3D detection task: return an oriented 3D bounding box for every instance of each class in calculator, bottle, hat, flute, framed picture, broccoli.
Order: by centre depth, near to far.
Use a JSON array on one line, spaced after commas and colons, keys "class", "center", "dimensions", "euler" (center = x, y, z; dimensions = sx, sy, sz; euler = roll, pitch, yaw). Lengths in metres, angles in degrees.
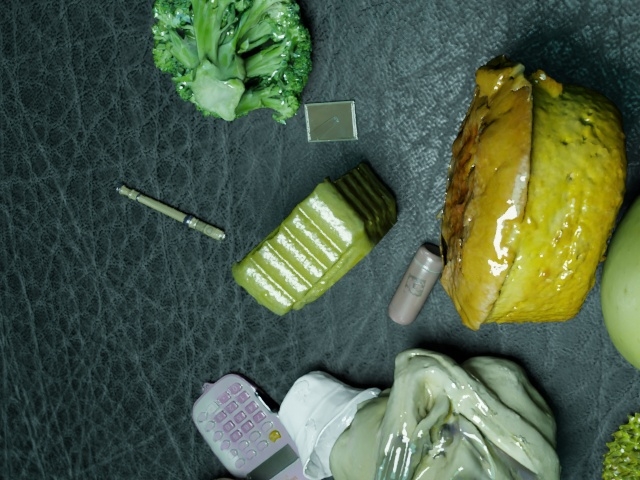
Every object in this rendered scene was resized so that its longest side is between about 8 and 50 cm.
[{"class": "broccoli", "center": [-0.140, -0.298, 1.090], "dimensions": [0.262, 0.241, 0.269], "euler": [15, 143, -4]}, {"class": "framed picture", "center": [0.017, -0.197, 1.174], "dimensions": [0.089, 0.007, 0.066], "euler": [0, 107, 22]}, {"class": "bottle", "center": [0.160, 0.074, 1.180], "dimensions": [0.053, 0.053, 0.140], "euler": [29, 115, 11]}, {"class": "hat", "center": [0.007, 0.313, 1.270], "dimensions": [0.126, 0.203, 0.203], "euler": [34, 119, 34]}, {"class": "flute", "center": [-0.281, -0.053, 1.330], "dimensions": [0.233, 0.027, 0.027], "euler": [25, 115, 13]}, {"class": "calculator", "center": [-0.133, 0.395, 1.415], "dimensions": [0.294, 0.043, 0.194], "euler": [49, 118, 4]}]

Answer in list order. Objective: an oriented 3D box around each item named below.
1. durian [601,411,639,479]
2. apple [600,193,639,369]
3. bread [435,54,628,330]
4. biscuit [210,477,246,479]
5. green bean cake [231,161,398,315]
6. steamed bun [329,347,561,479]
[{"class": "durian", "center": [0.614, 0.335, 1.076], "dimensions": [0.352, 0.158, 0.169], "euler": [0, 142, 22]}, {"class": "apple", "center": [0.524, 0.043, 0.865], "dimensions": [0.358, 0.357, 0.357], "euler": [7, 110, 20]}, {"class": "bread", "center": [0.274, -0.061, 0.958], "dimensions": [0.204, 0.337, 0.358], "euler": [5, 110, -2]}, {"class": "biscuit", "center": [-0.143, 0.617, 1.425], "dimensions": [0.332, 0.103, 0.331], "euler": [15, 125, 22]}, {"class": "green bean cake", "center": [0.000, 0.000, 1.117], "dimensions": [0.233, 0.236, 0.124], "euler": [-42, 90, 26]}, {"class": "steamed bun", "center": [0.200, 0.353, 1.130], "dimensions": [0.352, 0.247, 0.339], "euler": [20, 109, 3]}]
